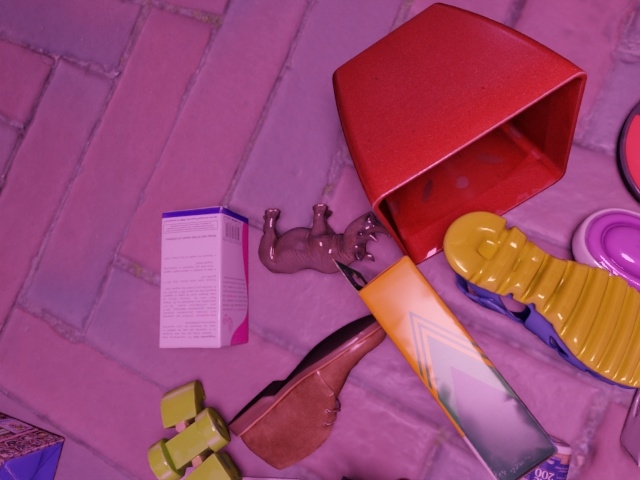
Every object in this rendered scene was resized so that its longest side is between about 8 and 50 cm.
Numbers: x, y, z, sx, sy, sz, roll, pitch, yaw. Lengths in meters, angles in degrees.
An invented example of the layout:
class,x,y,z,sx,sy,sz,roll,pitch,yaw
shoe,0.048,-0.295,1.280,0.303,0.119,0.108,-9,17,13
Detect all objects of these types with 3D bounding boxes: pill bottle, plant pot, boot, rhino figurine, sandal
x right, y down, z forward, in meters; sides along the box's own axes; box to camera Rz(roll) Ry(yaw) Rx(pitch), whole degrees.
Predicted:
class,x,y,z,sx,sy,sz,roll,pitch,yaw
pill bottle,0.297,0.329,0.665,0.067,0.067,0.120,14,86,16
plant pot,0.165,-0.159,0.689,0.267,0.267,0.236,-32,63,8
boot,0.002,0.232,0.749,0.305,0.112,0.115,-43,85,14
rhino figurine,0.000,0.000,0.772,0.243,0.073,0.106,-3,81,29
sandal,0.308,0.081,0.669,0.317,0.138,0.126,38,78,15
sandal,0.531,0.076,0.602,0.416,0.102,0.169,25,68,18

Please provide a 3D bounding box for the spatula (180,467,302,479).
class,x,y,z,sx,sy,sz,roll,pitch,yaw
spatula,-0.147,0.436,0.758,0.241,0.019,0.168,-4,48,13

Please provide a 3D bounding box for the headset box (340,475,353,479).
class,x,y,z,sx,sy,sz,roll,pitch,yaw
headset box,0.107,0.474,0.583,0.283,0.131,0.246,21,112,12

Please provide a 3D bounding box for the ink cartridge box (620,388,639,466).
class,x,y,z,sx,sy,sz,roll,pitch,yaw
ink cartridge box,0.510,0.247,0.608,0.190,0.082,0.140,18,96,15

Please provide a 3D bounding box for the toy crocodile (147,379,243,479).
class,x,y,z,sx,sy,sz,roll,pitch,yaw
toy crocodile,-0.156,0.369,0.732,0.115,0.105,0.341,-35,65,-5

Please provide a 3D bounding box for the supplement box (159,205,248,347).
class,x,y,z,sx,sy,sz,roll,pitch,yaw
supplement box,-0.190,0.065,0.811,0.113,0.111,0.220,-5,80,14

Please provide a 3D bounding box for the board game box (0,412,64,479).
class,x,y,z,sx,sy,sz,roll,pitch,yaw
board game box,-0.648,0.437,0.861,0.290,0.141,0.232,12,85,16

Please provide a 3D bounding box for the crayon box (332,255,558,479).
class,x,y,z,sx,sy,sz,roll,pitch,yaw
crayon box,0.160,0.139,0.659,0.083,0.203,0.323,-39,75,6

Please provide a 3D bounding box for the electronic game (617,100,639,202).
class,x,y,z,sx,sy,sz,roll,pitch,yaw
electronic game,0.545,-0.126,0.678,0.229,0.048,0.229,-2,82,14

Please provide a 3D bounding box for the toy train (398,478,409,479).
class,x,y,z,sx,sy,sz,roll,pitch,yaw
toy train,0.191,0.447,0.665,0.248,0.105,0.144,12,95,16
